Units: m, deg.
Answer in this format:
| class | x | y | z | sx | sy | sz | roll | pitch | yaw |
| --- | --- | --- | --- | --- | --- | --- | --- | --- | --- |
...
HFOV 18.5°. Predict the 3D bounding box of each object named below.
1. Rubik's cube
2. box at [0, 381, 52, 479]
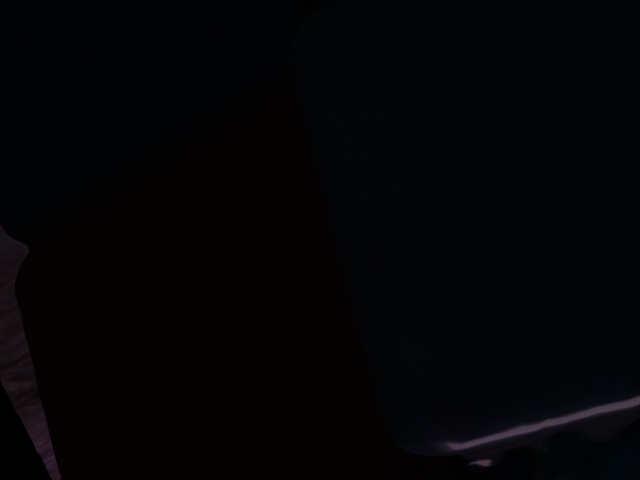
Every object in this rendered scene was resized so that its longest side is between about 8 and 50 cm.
| class | x | y | z | sx | sy | sz | roll | pitch | yaw |
| --- | --- | --- | --- | --- | --- | --- | --- | --- | --- |
| Rubik's cube | 0.092 | 0.003 | 0.518 | 0.387 | 0.358 | 0.368 | -19 | 169 | 17 |
| box | -0.264 | 0.210 | 0.830 | 0.204 | 0.251 | 0.345 | -37 | 167 | 38 |
